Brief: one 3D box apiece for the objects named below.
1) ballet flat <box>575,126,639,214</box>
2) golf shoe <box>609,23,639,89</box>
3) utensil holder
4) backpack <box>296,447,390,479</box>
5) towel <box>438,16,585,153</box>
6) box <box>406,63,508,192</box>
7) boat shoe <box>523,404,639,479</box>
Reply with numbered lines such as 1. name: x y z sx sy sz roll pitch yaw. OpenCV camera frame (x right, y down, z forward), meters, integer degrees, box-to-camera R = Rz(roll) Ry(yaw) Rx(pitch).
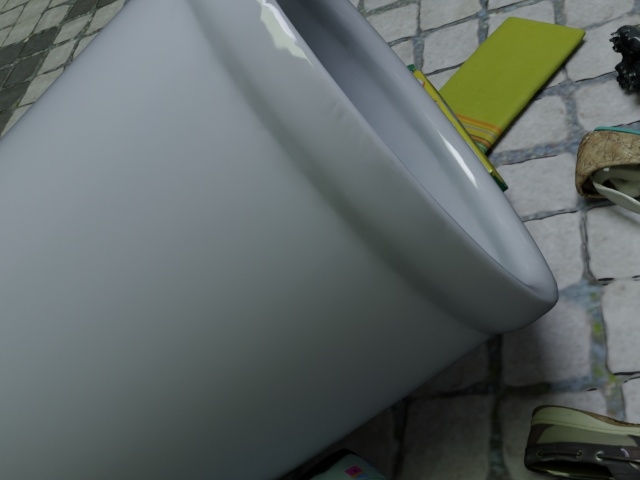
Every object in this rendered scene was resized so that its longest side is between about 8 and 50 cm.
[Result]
1. ballet flat: 0.293 -0.044 0.610 0.206 0.073 0.067 13 72 49
2. golf shoe: 0.319 -0.151 0.655 0.094 0.077 0.198 -12 28 5
3. utensil holder: -0.088 0.023 0.556 0.385 0.327 0.328 -40 40 17
4. backpack: -0.004 0.231 0.505 0.182 0.152 0.115 -37 46 -20
5. towel: 0.168 -0.144 0.814 0.102 0.021 0.237 29 71 42
6. box: 0.091 -0.086 0.758 0.105 0.043 0.179 -38 52 16
7. boat shoe: 0.204 0.146 0.502 0.152 0.056 0.049 1 58 46
